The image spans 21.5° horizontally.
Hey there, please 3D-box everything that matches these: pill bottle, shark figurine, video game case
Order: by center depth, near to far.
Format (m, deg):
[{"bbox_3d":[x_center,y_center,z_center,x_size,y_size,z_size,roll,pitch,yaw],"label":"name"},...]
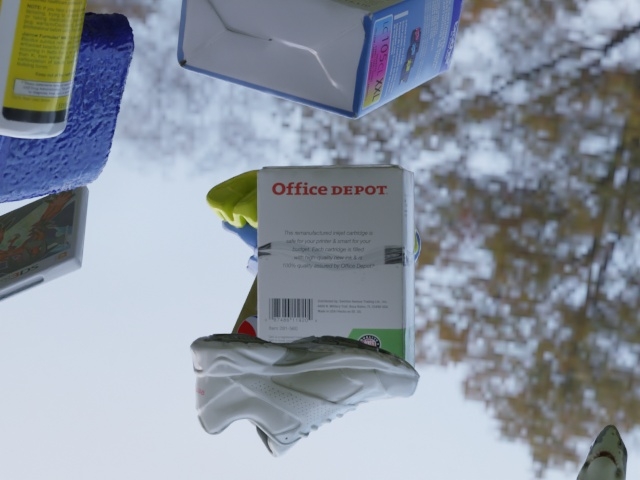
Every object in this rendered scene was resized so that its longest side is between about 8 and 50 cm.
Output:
[{"bbox_3d":[-0.281,-0.209,1.576,0.119,0.208,0.119,11,-165,-3],"label":"pill bottle"},{"bbox_3d":[0.234,0.335,1.857,0.278,0.166,0.116,-26,166,7],"label":"shark figurine"},{"bbox_3d":[-0.378,0.012,2.103,0.183,0.023,0.201,-23,-152,8],"label":"video game case"}]

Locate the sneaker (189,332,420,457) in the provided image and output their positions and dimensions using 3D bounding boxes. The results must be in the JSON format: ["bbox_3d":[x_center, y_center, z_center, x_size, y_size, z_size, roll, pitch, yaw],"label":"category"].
[{"bbox_3d":[-0.018,0.149,1.613,0.232,0.115,0.090,4,-175,-19],"label":"sneaker"}]

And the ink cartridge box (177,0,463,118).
[{"bbox_3d":[0.022,-0.303,2.273,0.270,0.151,0.395,19,-155,20],"label":"ink cartridge box"}]

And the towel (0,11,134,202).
[{"bbox_3d":[-0.356,-0.140,1.834,0.308,0.227,0.076,-13,-137,-42],"label":"towel"}]

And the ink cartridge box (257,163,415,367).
[{"bbox_3d":[0.019,0.030,1.793,0.160,0.219,0.092,1,180,12],"label":"ink cartridge box"}]

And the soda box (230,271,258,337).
[{"bbox_3d":[-0.053,0.092,1.901,0.058,0.061,0.181,6,-119,31],"label":"soda box"}]

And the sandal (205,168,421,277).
[{"bbox_3d":[0.000,0.000,2.108,0.317,0.138,0.126,14,-143,44],"label":"sandal"}]
